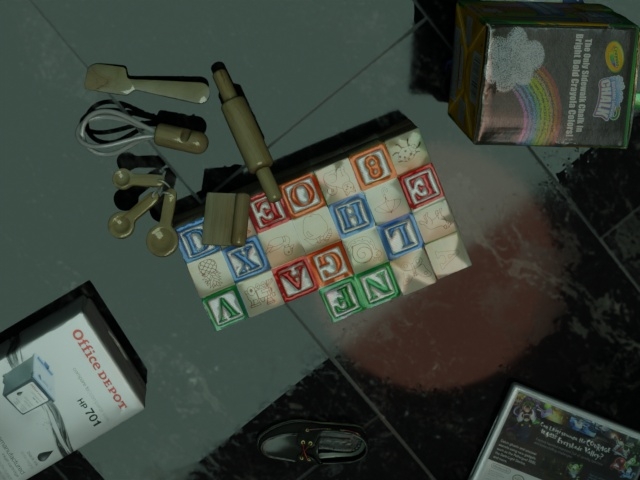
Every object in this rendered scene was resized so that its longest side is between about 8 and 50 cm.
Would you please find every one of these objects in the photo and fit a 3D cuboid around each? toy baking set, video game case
[{"bbox_3d":[-0.161,-0.100,1.767,0.196,0.030,0.256,-20,78,1],"label":"toy baking set"},{"bbox_3d":[0.282,0.281,1.946,0.190,0.022,0.173,22,99,-8],"label":"video game case"}]

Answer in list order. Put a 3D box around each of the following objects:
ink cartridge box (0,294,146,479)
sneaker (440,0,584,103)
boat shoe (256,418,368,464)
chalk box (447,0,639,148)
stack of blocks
[{"bbox_3d":[-0.313,0.173,1.839,0.190,0.082,0.140,-31,103,3],"label":"ink cartridge box"},{"bbox_3d":[0.197,-0.233,1.778,0.182,0.127,0.316,-32,104,0],"label":"sneaker"},{"bbox_3d":[-0.009,0.239,1.901,0.133,0.042,0.049,-1,104,-4],"label":"boat shoe"},{"bbox_3d":[0.253,-0.174,1.683,0.213,0.132,0.132,1,108,-10],"label":"chalk box"},{"bbox_3d":[0.000,0.000,1.827,0.297,0.087,0.171,-22,102,0],"label":"stack of blocks"}]
